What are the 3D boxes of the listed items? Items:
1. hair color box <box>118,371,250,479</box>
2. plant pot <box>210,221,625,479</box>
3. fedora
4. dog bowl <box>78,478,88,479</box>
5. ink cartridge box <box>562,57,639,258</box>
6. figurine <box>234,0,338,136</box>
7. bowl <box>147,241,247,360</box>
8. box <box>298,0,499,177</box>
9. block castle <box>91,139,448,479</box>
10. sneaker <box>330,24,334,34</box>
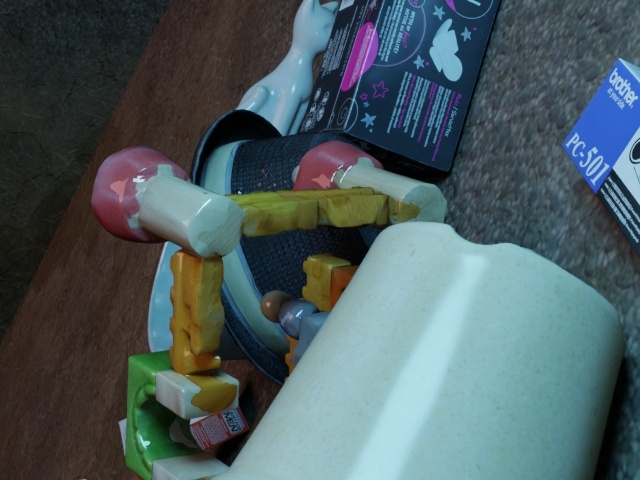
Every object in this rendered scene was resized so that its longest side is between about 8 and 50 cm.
[{"bbox_3d":[-0.188,0.254,1.868,0.167,0.053,0.093,-24,25,-4],"label":"hair color box"},{"bbox_3d":[0.088,0.166,1.073,0.305,0.333,0.334,-65,18,-16],"label":"plant pot"},{"bbox_3d":[0.000,0.000,1.495,0.152,0.334,0.334,-17,51,29],"label":"fedora"},{"bbox_3d":[-0.293,0.457,1.817,0.348,0.102,0.349,-26,29,16],"label":"dog bowl"},{"bbox_3d":[0.274,-0.064,1.132,0.097,0.046,0.207,-60,23,23],"label":"ink cartridge box"},{"bbox_3d":[-0.008,-0.211,1.791,0.092,0.215,0.209,30,96,26],"label":"figurine"},{"bbox_3d":[-0.098,0.035,1.816,0.311,0.163,0.312,-52,26,40],"label":"bowl"},{"bbox_3d":[0.093,-0.209,1.586,0.163,0.142,0.247,-4,67,69],"label":"box"},{"bbox_3d":[-0.058,0.138,1.268,0.213,0.303,0.453,21,112,54],"label":"block castle"},{"bbox_3d":[0.058,-0.182,1.750,0.095,0.090,0.235,-25,-47,-53],"label":"sneaker"}]
